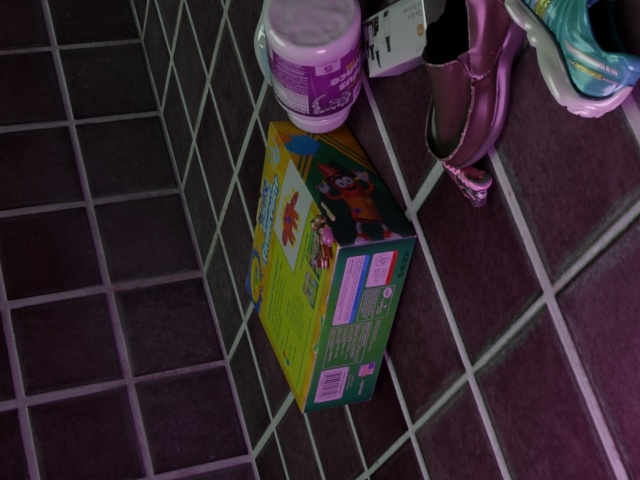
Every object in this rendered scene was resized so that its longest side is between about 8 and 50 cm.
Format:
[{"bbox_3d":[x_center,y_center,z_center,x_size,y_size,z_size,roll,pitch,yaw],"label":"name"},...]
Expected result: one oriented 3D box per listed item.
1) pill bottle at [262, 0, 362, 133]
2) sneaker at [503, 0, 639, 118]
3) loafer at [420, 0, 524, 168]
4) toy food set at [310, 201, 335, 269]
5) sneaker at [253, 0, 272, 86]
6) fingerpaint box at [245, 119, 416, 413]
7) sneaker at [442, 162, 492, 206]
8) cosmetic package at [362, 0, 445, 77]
[{"bbox_3d":[-0.009,-0.318,1.895,0.301,0.169,0.169,84,169,-66],"label":"pill bottle"},{"bbox_3d":[0.297,-0.276,1.253,0.110,0.107,0.275,-46,58,43],"label":"sneaker"},{"bbox_3d":[0.189,-0.255,1.471,0.134,0.130,0.366,-118,27,-43],"label":"loafer"},{"bbox_3d":[0.000,0.000,1.818,0.078,0.019,0.122,-128,37,-51],"label":"toy food set"},{"bbox_3d":[-0.040,-0.398,2.063,0.208,0.127,0.319,-121,28,-49],"label":"sneaker"},{"bbox_3d":[0.005,0.045,2.071,0.371,0.163,0.445,-119,30,-43],"label":"fingerpaint box"},{"bbox_3d":[0.218,-0.091,1.605,0.119,0.047,0.057,-123,19,-51],"label":"sneaker"},{"bbox_3d":[0.139,-0.326,1.687,0.239,0.060,0.099,175,85,-71],"label":"cosmetic package"}]
